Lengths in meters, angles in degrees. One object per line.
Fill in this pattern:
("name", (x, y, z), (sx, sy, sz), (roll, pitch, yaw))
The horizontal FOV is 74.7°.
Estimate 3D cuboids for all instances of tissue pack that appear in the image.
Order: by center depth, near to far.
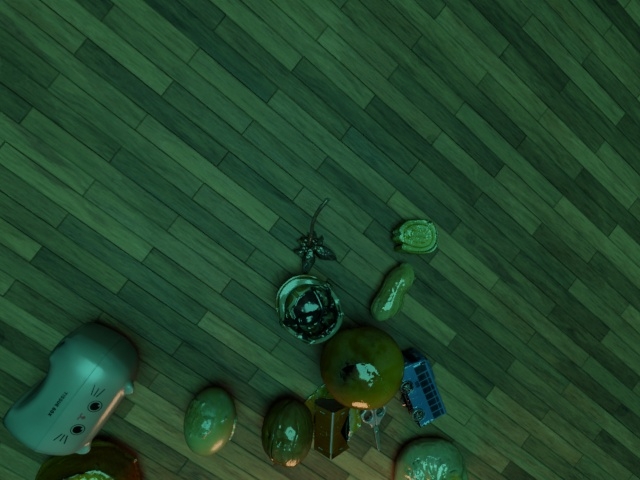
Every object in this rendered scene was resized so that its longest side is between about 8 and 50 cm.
("tissue pack", (-0.676, 0.423, 1.189), (0.236, 0.229, 0.333), (37, 90, -11))

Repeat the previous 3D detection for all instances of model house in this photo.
("model house", (0.053, 0.587, 1.377), (0.207, 0.136, 0.220), (4, 96, -10))

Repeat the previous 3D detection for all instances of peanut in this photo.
("peanut", (0.243, 0.172, 1.388), (0.098, 0.090, 0.214), (28, 92, 1))

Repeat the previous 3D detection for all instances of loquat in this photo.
("loquat", (0.128, 0.391, 1.306), (0.262, 0.263, 0.263), (-1, 96, -9))

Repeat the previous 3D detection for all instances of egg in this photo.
("egg", (-0.343, 0.557, 1.294), (0.164, 0.164, 0.202), (12, 86, -11))

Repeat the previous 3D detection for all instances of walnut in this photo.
("walnut", (-0.106, 0.613, 1.341), (0.167, 0.167, 0.207), (9, 90, -10))

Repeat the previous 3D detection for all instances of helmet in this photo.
("helmet", (-0.037, 0.213, 1.326), (0.198, 0.130, 0.224), (-42, 89, -8))

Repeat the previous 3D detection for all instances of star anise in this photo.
("star anise", (0.000, 0.000, 1.274), (0.148, 0.227, 0.219), (12, 83, -4))

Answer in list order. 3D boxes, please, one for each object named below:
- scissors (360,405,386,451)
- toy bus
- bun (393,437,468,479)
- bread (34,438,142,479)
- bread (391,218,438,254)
("scissors", (0.194, 0.655, 1.467), (0.100, 0.015, 0.189), (-13, 104, -18))
("toy bus", (0.326, 0.491, 1.425), (0.133, 0.116, 0.234), (-24, 101, -6))
("bun", (0.394, 0.837, 1.457), (0.287, 0.146, 0.288), (-1, 99, -10))
("bread", (-0.703, 0.765, 1.251), (0.311, 0.172, 0.313), (-1, 94, -11))
("bread", (0.313, -0.013, 1.394), (0.156, 0.064, 0.118), (3, 91, -9))
